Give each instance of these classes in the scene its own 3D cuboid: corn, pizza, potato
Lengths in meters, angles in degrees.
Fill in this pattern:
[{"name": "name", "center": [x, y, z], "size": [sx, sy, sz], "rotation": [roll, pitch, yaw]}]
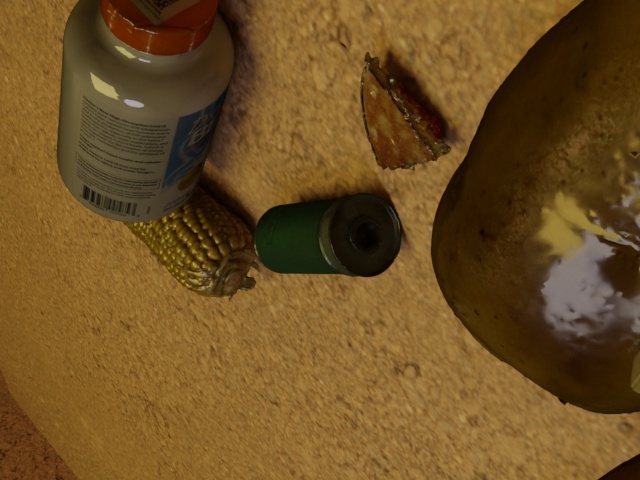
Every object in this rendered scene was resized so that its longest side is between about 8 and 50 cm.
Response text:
[{"name": "corn", "center": [-0.179, -0.037, 1.109], "size": [0.293, 0.106, 0.106], "rotation": [42, 147, 34]}, {"name": "pizza", "center": [0.061, -0.089, 0.752], "size": [0.100, 0.029, 0.099], "rotation": [54, 159, 13]}, {"name": "potato", "center": [0.182, -0.026, 0.490], "size": [0.369, 0.177, 0.195], "rotation": [118, 139, -54]}]

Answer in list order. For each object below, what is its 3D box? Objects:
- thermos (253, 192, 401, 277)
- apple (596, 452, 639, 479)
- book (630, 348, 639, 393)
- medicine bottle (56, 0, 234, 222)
[{"name": "thermos", "center": [-0.003, -0.004, 0.894], "size": [0.188, 0.083, 0.073], "rotation": [-2, 94, 59]}, {"name": "apple", "center": [0.245, 0.229, 0.536], "size": [0.264, 0.264, 0.264], "rotation": [38, 145, 33]}, {"name": "book", "center": [0.275, 0.048, 0.405], "size": [0.231, 0.026, 0.161], "rotation": [18, 136, 4]}, {"name": "medicine bottle", "center": [-0.171, -0.147, 0.919], "size": [0.157, 0.157, 0.288], "rotation": [52, 150, 12]}]
